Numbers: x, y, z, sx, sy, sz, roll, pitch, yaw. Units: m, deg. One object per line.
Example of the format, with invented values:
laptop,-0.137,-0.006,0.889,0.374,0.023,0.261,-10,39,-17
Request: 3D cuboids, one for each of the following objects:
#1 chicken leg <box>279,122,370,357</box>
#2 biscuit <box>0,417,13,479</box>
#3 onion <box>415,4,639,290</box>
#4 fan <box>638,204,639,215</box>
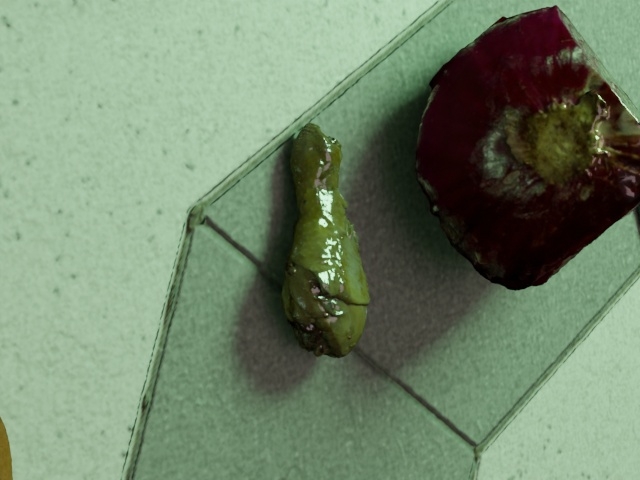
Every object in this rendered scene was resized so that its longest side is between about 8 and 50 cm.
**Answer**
chicken leg,0.002,0.000,1.124,0.085,0.069,0.198,0,86,-40
biscuit,-0.300,0.188,0.915,0.192,0.036,0.186,5,91,-37
onion,0.177,-0.082,1.180,0.207,0.216,0.206,-40,85,9
fan,0.365,0.002,1.435,0.057,0.023,0.282,-27,109,-43
